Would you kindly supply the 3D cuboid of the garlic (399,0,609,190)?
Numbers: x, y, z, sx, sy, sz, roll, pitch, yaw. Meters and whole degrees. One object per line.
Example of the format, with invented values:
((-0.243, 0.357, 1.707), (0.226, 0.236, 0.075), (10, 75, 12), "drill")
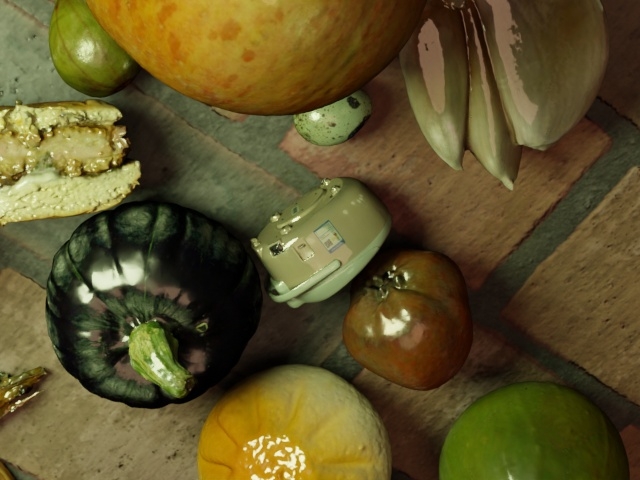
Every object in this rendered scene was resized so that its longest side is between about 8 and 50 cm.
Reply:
((0.241, -0.245, 1.286), (0.279, 0.132, 0.325), (-21, 114, 3), "garlic")

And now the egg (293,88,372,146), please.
((0.017, -0.171, 1.316), (0.110, 0.085, 0.085), (-13, 117, -15), "egg")

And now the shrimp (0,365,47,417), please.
((-0.551, 0.225, 1.440), (0.287, 0.063, 0.152), (-25, 90, -8), "shrimp")

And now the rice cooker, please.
((0.000, 0.000, 1.363), (0.206, 0.145, 0.127), (-34, 108, -2), "rice cooker")

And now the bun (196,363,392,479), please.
((-0.044, 0.333, 1.438), (0.299, 0.165, 0.298), (-1, 86, 13), "bun")

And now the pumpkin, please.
((-0.228, 0.100, 1.307), (0.296, 0.296, 0.295), (-3, 116, -7), "pumpkin")

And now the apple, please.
((-0.078, -0.321, 1.074), (0.400, 0.400, 0.334), (39, 129, -22), "apple")

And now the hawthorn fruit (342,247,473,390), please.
((0.142, 0.131, 1.431), (0.199, 0.199, 0.251), (-30, 131, 7), "hawthorn fruit")

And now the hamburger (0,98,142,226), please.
((-0.381, -0.105, 1.234), (0.282, 0.245, 0.155), (2, 103, 23), "hamburger")

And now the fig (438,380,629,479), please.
((0.329, 0.383, 1.499), (0.316, 0.316, 0.316), (-3, 116, -7), "fig")

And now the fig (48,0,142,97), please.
((-0.318, -0.284, 1.219), (0.124, 0.124, 0.236), (-43, 90, 13), "fig")

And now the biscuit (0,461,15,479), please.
((-0.574, 0.430, 1.543), (0.205, 0.040, 0.308), (4, 113, -10), "biscuit")
